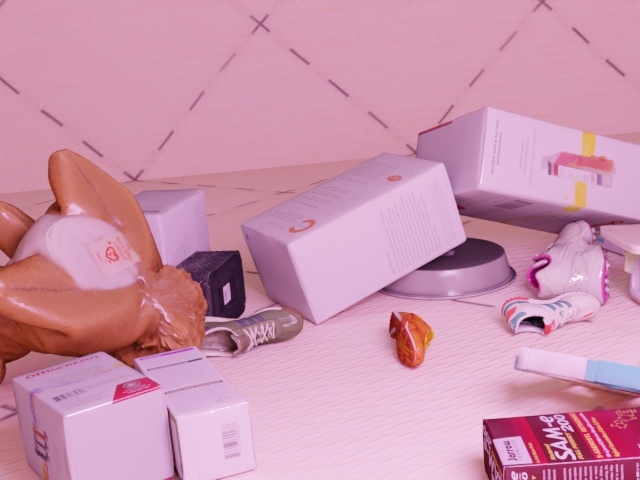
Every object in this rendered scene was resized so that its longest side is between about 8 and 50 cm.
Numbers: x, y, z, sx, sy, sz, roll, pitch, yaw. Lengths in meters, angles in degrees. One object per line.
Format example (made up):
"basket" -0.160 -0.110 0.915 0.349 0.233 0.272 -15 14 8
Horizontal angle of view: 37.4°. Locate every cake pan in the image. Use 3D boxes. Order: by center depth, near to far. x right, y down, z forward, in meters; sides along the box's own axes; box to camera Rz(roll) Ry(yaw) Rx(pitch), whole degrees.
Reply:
"cake pan" 0.240 0.049 1.877 0.293 0.054 0.293 -4 14 1

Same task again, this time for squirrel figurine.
"squirrel figurine" -0.384 0.112 1.445 0.397 0.281 0.370 30 -43 -28

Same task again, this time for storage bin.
"storage bin" -0.202 0.095 1.692 0.084 0.122 0.180 -1 14 13

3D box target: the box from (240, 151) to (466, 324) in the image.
"box" 0.061 -0.015 1.782 0.345 0.168 0.215 -27 22 -21

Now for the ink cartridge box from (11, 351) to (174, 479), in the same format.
"ink cartridge box" -0.282 0.229 1.164 0.128 0.127 0.176 -15 17 -34

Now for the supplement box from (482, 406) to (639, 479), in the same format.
"supplement box" 0.307 0.242 1.036 0.240 0.073 0.130 -5 13 1

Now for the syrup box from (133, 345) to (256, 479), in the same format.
"syrup box" -0.169 0.221 1.233 0.096 0.093 0.237 -10 15 -20

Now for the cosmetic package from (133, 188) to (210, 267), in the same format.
"cosmetic package" -0.302 0.036 1.749 0.138 0.224 0.225 0 14 15

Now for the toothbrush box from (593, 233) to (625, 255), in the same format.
"toothbrush box" 0.732 -0.057 1.991 0.296 0.126 0.216 -8 15 -19

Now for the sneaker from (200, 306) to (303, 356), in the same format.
"sneaker" -0.122 0.159 1.550 0.192 0.064 0.086 -5 21 -1

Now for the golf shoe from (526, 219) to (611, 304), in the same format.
"golf shoe" 0.449 0.035 1.755 0.140 0.115 0.306 -6 12 9

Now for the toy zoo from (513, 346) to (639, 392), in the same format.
"toy zoo" 0.383 0.176 1.203 0.293 0.030 0.192 7 -8 38

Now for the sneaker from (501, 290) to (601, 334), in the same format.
"sneaker" 0.381 0.127 1.541 0.161 0.057 0.075 -3 31 0

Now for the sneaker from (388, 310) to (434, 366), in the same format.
"sneaker" 0.150 0.149 1.490 0.068 0.064 0.175 5 16 -3

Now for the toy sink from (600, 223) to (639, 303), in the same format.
"toy sink" 0.603 0.051 1.594 0.234 0.131 0.153 -1 13 -7

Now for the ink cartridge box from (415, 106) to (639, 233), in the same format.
"ink cartridge box" 0.414 -0.125 1.873 0.385 0.160 0.279 11 -9 -21
